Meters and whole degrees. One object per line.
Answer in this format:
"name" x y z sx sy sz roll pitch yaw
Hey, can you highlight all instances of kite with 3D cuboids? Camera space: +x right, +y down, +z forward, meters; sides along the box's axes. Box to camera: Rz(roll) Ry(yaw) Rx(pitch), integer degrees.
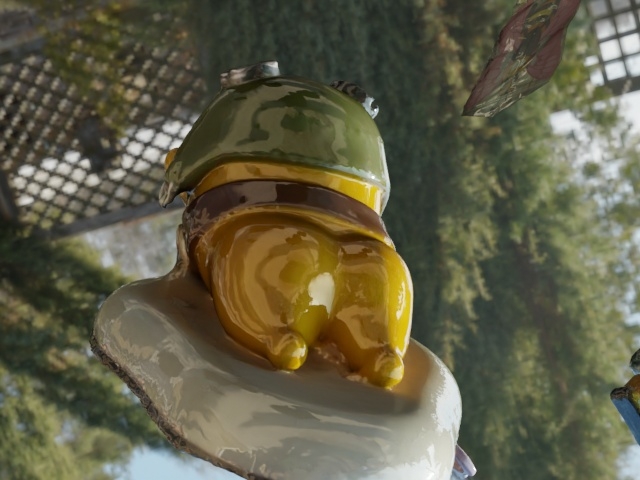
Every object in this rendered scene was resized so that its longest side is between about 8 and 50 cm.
"kite" 0.279 -0.303 1.218 0.360 0.022 0.204 -63 -162 -15

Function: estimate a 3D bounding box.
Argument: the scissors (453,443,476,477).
"scissors" 0.116 0.203 1.167 0.021 0.212 0.110 -44 -142 -17

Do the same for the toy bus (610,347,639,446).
"toy bus" 0.442 0.102 0.912 0.323 0.162 0.194 -34 -178 -32

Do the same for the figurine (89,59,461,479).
"figurine" 0.000 0.000 0.433 0.166 0.141 0.250 13 -172 -20
